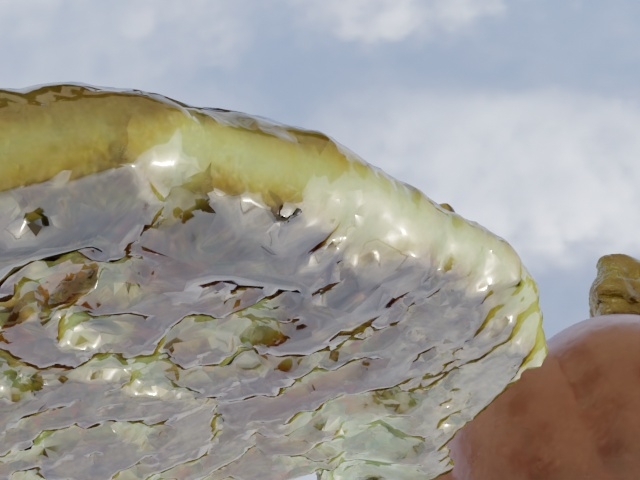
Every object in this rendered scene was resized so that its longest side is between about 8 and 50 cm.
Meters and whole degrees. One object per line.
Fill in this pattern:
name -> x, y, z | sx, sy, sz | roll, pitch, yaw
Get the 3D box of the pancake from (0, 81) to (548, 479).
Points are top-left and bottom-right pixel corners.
pancake -> -0.096, 0.047, 0.585 | 0.426, 0.305, 0.067 | -9, -124, -20

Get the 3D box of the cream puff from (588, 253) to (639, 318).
cream puff -> 0.223, 0.049, 1.062 | 0.058, 0.083, 0.083 | -14, -178, 41

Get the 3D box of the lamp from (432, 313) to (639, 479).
lamp -> 0.189, 0.183, 0.975 | 0.305, 0.305, 0.239 | -11, -154, -2

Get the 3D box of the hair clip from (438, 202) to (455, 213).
hair clip -> -0.001, -0.004, 1.166 | 0.214, 0.056, 0.062 | -17, -123, 3
